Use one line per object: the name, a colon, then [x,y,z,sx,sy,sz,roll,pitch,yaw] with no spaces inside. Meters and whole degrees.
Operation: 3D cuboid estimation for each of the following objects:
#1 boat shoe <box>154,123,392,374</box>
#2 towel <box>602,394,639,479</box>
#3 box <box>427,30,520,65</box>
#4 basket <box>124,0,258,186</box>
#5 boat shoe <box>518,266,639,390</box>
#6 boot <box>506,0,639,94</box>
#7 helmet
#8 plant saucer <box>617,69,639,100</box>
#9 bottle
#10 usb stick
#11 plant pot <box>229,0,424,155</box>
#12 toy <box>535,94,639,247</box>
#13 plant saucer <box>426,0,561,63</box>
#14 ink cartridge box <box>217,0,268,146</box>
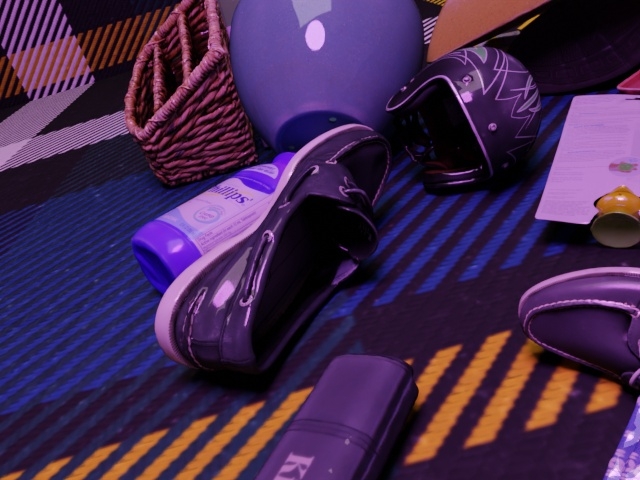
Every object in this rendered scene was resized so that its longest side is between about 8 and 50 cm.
boat shoe: [-0.002,-0.003,0.552,0.113,0.127,0.340,11,40,39]
towel: [0.216,0.149,0.192,0.243,0.040,0.336,17,57,44]
box: [0.303,-0.364,1.121,0.179,0.043,0.105,-4,31,18]
basket: [-0.248,-0.274,0.989,0.213,0.223,0.299,-15,47,0]
boat shoe: [0.224,0.068,0.354,0.206,0.075,0.065,8,34,31]
boot: [0.501,-0.360,0.896,0.377,0.138,0.284,-28,3,35]
helmet: [0.178,-0.148,0.676,0.161,0.169,0.169,-15,23,41]
plant saucer: [0.553,-0.208,0.697,0.258,0.048,0.259,-33,33,-27]
bottle: [-0.078,-0.034,0.682,0.283,0.092,0.118,-35,34,-29]
usb stick: [-0.020,0.170,0.335,0.077,0.045,0.278,3,35,32]
plant pot: [0.007,-0.211,0.811,0.290,0.290,0.195,-8,58,17]
toy: [0.314,-0.074,0.581,0.137,0.056,0.237,6,41,30]
plant saucer: [0.352,-0.407,0.891,0.332,0.081,0.333,-18,12,40]
ink cartridge box: [-0.039,-0.328,0.996,0.201,0.278,0.117,-13,25,7]
